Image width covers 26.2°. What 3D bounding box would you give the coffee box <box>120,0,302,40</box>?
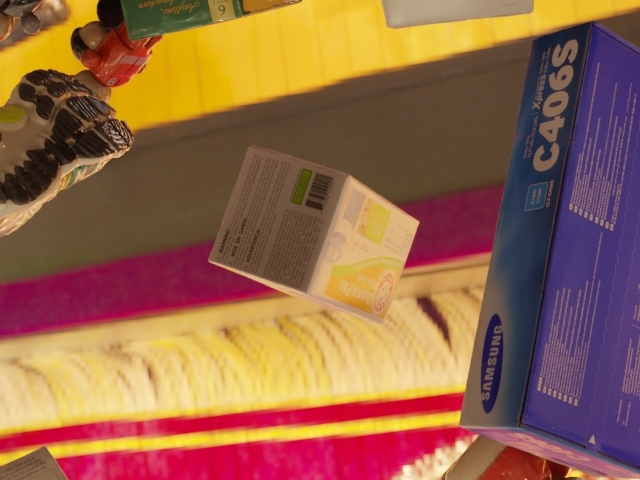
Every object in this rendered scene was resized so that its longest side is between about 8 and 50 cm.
[{"bbox_3d":[-0.096,-0.221,1.265,0.113,0.040,0.184,-8,-168,19],"label":"coffee box"}]

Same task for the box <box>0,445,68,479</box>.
[{"bbox_3d":[-0.226,0.240,1.006,0.126,0.137,0.072,-23,135,-24],"label":"box"}]

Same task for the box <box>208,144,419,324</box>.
[{"bbox_3d":[0.000,0.000,1.270,0.103,0.114,0.203,18,177,24],"label":"box"}]

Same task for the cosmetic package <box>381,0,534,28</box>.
[{"bbox_3d":[0.113,-0.347,1.210,0.138,0.224,0.224,-5,135,11],"label":"cosmetic package"}]

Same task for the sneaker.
[{"bbox_3d":[-0.259,-0.068,1.185,0.110,0.107,0.275,-45,179,31],"label":"sneaker"}]

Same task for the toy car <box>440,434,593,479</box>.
[{"bbox_3d":[0.266,0.291,1.525,0.219,0.238,0.210,-52,168,22],"label":"toy car"}]

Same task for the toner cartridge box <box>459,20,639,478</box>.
[{"bbox_3d":[0.228,0.010,1.151,0.165,0.347,0.075,24,161,-31],"label":"toner cartridge box"}]

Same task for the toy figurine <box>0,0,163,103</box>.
[{"bbox_3d":[-0.294,-0.266,1.584,0.210,0.213,0.148,34,118,-26],"label":"toy figurine"}]
